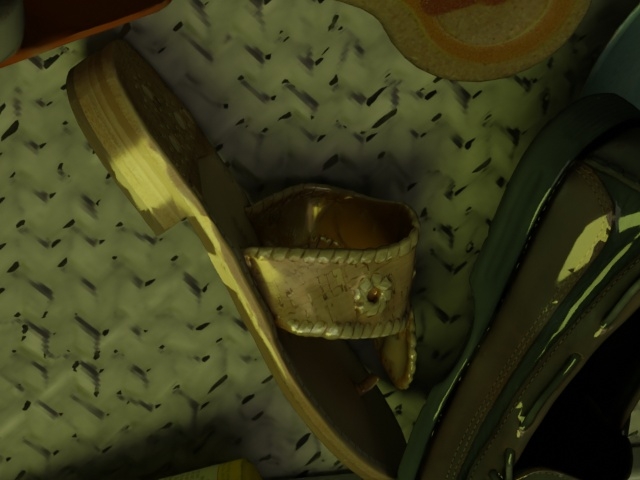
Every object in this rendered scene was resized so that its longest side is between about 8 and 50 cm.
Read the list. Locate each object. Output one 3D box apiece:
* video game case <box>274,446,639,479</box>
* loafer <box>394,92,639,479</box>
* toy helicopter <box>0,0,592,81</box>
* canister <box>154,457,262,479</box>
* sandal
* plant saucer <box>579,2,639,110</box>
[{"bbox_3d":[0.075,0.195,0.975,0.227,0.026,0.206,-4,123,-9],"label":"video game case"},{"bbox_3d":[0.096,0.070,0.809,0.096,0.084,0.267,-25,141,-41],"label":"loafer"},{"bbox_3d":[-0.068,-0.120,0.679,0.355,0.140,0.235,16,119,-24],"label":"toy helicopter"},{"bbox_3d":[-0.096,0.169,0.879,0.170,0.073,0.126,-15,122,7],"label":"canister"},{"bbox_3d":[0.000,0.004,0.798,0.079,0.088,0.240,-31,119,15],"label":"sandal"},{"bbox_3d":[0.193,-0.054,0.832,0.195,0.037,0.195,-6,124,-9],"label":"plant saucer"}]
